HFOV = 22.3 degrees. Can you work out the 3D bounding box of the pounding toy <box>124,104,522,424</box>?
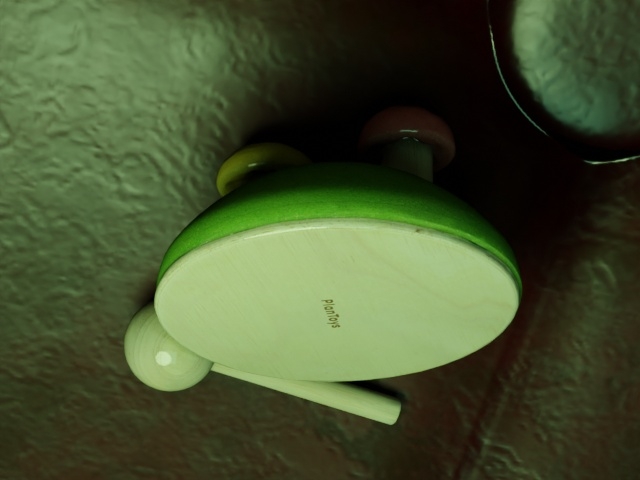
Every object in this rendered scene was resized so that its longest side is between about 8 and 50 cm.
[{"bbox_3d":[0.000,0.000,0.853,0.183,0.110,0.237,9,151,-17],"label":"pounding toy"}]
